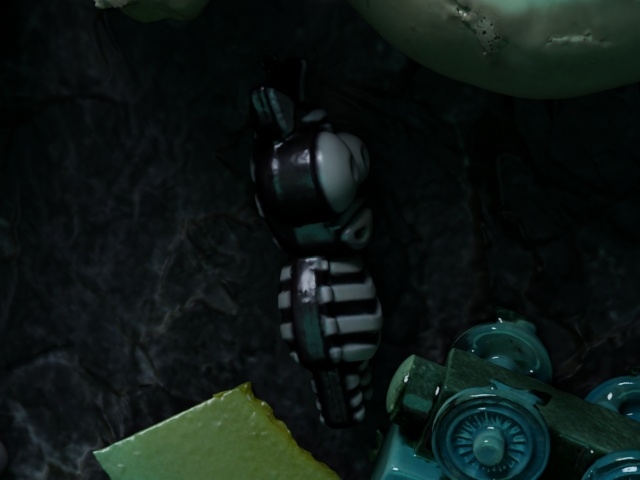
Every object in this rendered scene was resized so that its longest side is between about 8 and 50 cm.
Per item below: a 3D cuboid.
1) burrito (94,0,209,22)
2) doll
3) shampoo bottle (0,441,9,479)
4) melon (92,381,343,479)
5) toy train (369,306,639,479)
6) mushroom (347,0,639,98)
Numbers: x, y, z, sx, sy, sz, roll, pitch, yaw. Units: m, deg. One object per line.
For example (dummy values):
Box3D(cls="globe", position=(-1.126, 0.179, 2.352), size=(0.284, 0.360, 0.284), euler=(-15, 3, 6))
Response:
Box3D(cls="burrito", position=(-0.133, -0.257, 0.553), size=(0.348, 0.107, 0.175), euler=(44, 111, 15))
Box3D(cls="doll", position=(0.000, 0.000, 0.655), size=(0.067, 0.091, 0.219), euler=(-7, 105, 18))
Box3D(cls="shampoo bottle", position=(-0.257, 0.159, 0.704), size=(0.080, 0.165, 0.040), euler=(22, 109, 2))
Box3D(cls="melon", position=(-0.014, 0.181, 0.724), size=(0.262, 0.053, 0.114), euler=(34, 82, 7))
Box3D(cls="toy train", position=(0.125, 0.147, 0.671), size=(0.203, 0.112, 0.163), euler=(23, 114, 4))
Box3D(cls="mushroom", position=(0.105, -0.187, 0.528), size=(0.246, 0.202, 0.246), euler=(2, 98, 15))
